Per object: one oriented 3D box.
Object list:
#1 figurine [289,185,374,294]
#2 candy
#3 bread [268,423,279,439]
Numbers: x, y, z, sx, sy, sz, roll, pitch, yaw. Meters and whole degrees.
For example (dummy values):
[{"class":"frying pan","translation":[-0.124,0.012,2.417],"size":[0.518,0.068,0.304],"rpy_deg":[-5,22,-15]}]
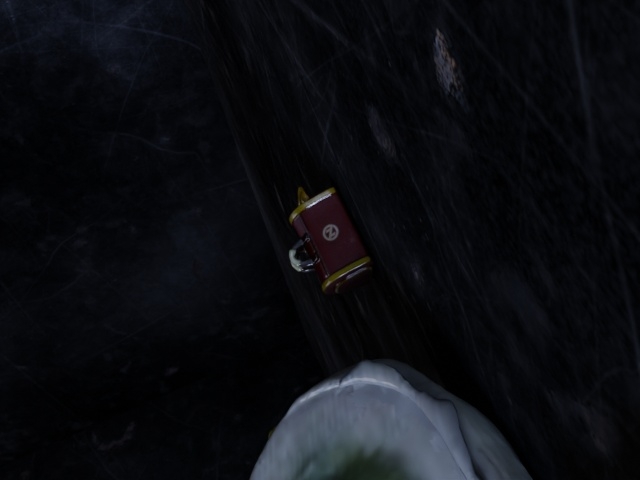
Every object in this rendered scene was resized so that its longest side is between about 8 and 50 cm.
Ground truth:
[{"class":"figurine","translation":[0.000,-0.001,1.084],"size":[0.154,0.098,0.082],"rpy_deg":[62,176,20]},{"class":"candy","translation":[0.065,0.313,0.774],"size":[0.186,0.386,0.426],"rpy_deg":[23,-145,-39]},{"class":"bread","translation":[0.041,0.373,1.471],"size":[0.184,0.234,0.110],"rpy_deg":[68,171,-20]}]
